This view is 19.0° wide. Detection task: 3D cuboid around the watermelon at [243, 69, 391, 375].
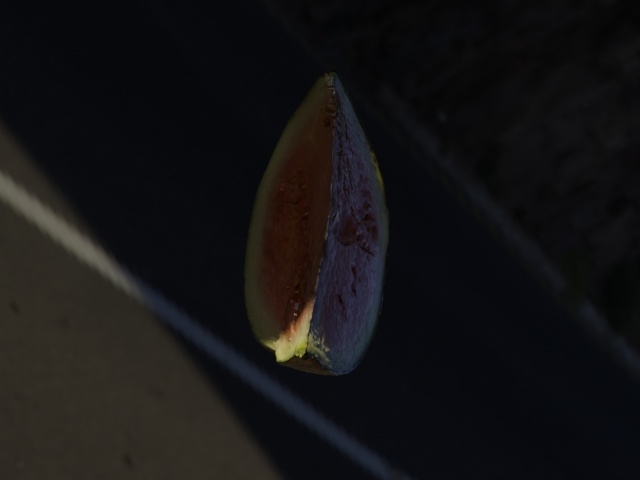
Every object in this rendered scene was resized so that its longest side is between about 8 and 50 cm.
[{"bbox_3d":[-0.010,0.004,1.007,0.087,0.069,0.163,51,40,-55],"label":"watermelon"}]
